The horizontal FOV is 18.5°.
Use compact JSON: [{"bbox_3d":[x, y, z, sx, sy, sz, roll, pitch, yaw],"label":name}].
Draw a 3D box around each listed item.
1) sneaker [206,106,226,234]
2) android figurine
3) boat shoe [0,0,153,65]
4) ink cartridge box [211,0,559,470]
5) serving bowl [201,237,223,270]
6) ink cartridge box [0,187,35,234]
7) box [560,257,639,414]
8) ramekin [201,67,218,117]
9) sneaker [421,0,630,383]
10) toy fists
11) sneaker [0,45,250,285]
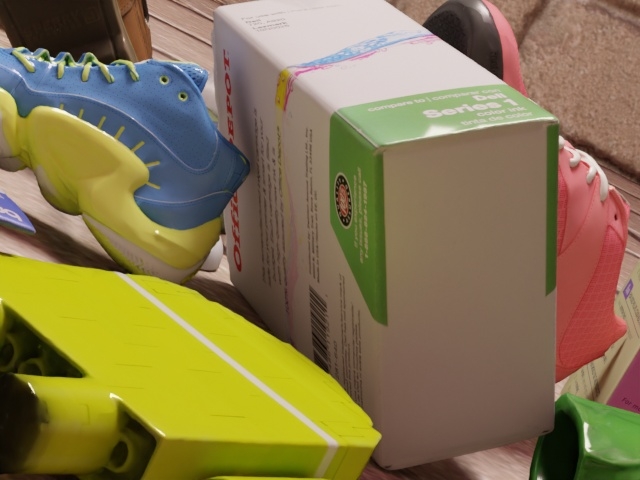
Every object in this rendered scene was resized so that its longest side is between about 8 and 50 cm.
[{"bbox_3d":[-0.079,-0.050,1.492,0.086,0.064,0.192,20,19,-12],"label":"sneaker"},{"bbox_3d":[-0.081,0.072,0.932,0.248,0.056,0.273,35,13,32],"label":"android figurine"},{"bbox_3d":[-0.182,-0.187,1.380,0.110,0.307,0.104,-8,15,1],"label":"boat shoe"},{"bbox_3d":[0.033,-0.019,1.202,0.117,0.201,0.278,-11,26,-18],"label":"ink cartridge box"},{"bbox_3d":[-0.101,-0.011,1.358,0.083,0.027,0.083,28,10,-5],"label":"serving bowl"},{"bbox_3d":[-0.287,-0.068,1.054,0.185,0.065,0.311,21,10,-34],"label":"ink cartridge box"},{"bbox_3d":[0.285,0.061,1.417,0.117,0.243,0.213,29,10,0],"label":"box"},{"bbox_3d":[0.029,-0.091,1.647,0.273,0.127,0.273,33,-3,2],"label":"ramekin"},{"bbox_3d":[0.138,-0.034,1.320,0.136,0.314,0.116,-20,35,-14],"label":"sneaker"},{"bbox_3d":[0.201,0.177,1.067,0.142,0.096,0.279,17,13,-7],"label":"toy fists"},{"bbox_3d":[-0.145,-0.084,1.217,0.240,0.126,0.091,42,-10,-8],"label":"sneaker"}]
